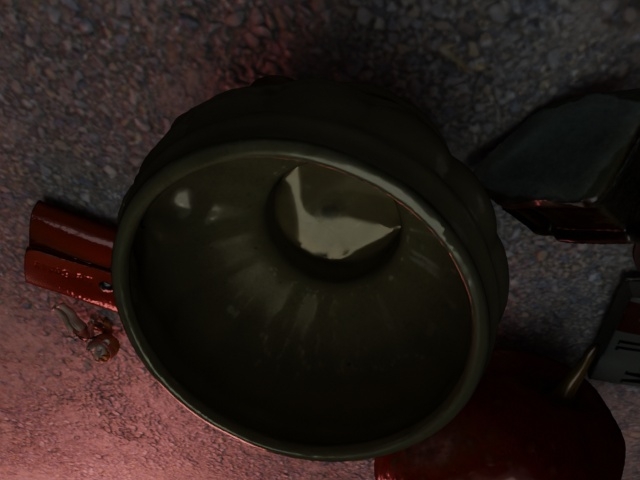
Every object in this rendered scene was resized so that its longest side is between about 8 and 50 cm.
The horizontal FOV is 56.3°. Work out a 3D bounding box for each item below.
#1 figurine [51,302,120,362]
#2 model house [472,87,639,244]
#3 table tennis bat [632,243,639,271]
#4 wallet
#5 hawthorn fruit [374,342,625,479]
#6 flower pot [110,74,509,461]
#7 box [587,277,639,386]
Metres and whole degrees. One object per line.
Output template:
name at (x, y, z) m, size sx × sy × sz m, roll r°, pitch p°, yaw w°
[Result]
figurine at (-0.328, 0.125, 0.841) m, size 0.064 × 0.047 × 0.109 m, roll -23°, pitch 116°, yaw 36°
model house at (0.249, -0.049, 0.558) m, size 0.152 × 0.106 × 0.165 m, roll 31°, pitch 167°, yaw -33°
table tennis bat at (0.451, 0.022, 0.631) m, size 0.234 × 0.022 × 0.131 m, roll 17°, pitch 134°, yaw -5°
wallet at (-0.262, 0.039, 0.748) m, size 0.204 × 0.045 × 0.142 m, roll 21°, pitch 133°, yaw -9°
hawthorn fruit at (0.233, 0.245, 0.730) m, size 0.287 × 0.287 × 0.330 m, roll 24°, pitch 117°, yaw -13°
flower pot at (0.000, 0.000, 0.511) m, size 0.307 × 0.244 × 0.308 m, roll 6°, pitch 121°, yaw 11°
box at (0.396, 0.115, 0.706) m, size 0.115 × 0.036 × 0.178 m, roll 4°, pitch 138°, yaw 10°
